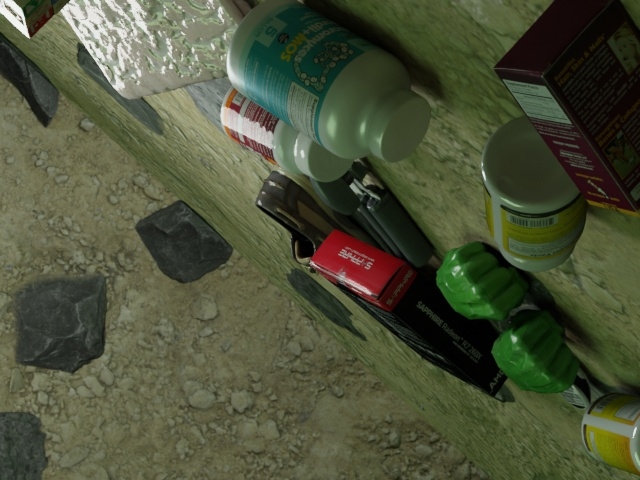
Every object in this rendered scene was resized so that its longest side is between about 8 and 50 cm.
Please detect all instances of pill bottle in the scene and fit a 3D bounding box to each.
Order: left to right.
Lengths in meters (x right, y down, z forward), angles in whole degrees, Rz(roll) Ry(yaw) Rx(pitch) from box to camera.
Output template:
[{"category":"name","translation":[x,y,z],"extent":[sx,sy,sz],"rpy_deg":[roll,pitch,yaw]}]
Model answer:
[{"category":"pill bottle","translation":[-0.049,-0.175,1.973],"extent":[0.221,0.121,0.121],"rpy_deg":[32,164,43]},{"category":"pill bottle","translation":[0.014,-0.199,1.617],"extent":[0.264,0.146,0.146],"rpy_deg":[35,166,31]},{"category":"pill bottle","translation":[0.249,-0.047,1.462],"extent":[0.119,0.119,0.208],"rpy_deg":[38,167,22]},{"category":"pill bottle","translation":[0.493,0.298,1.906],"extent":[0.117,0.117,0.215],"rpy_deg":[45,169,-12]}]

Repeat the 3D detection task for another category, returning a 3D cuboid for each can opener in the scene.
[{"category":"can opener","translation":[0.077,-0.044,2.095],"extent":[0.283,0.095,0.076],"rpy_deg":[50,167,-32]}]

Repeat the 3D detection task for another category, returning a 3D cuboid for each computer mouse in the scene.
[{"category":"computer mouse","translation":[0.391,0.198,2.081],"extent":[0.193,0.042,0.106],"rpy_deg":[52,161,-17]}]

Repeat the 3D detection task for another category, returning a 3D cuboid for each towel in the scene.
[{"category":"towel","translation":[-0.264,-0.353,1.880],"extent":[0.332,0.053,0.317],"rpy_deg":[-5,134,41]}]

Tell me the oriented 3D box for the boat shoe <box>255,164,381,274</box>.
[{"category":"boat shoe","translation":[0.000,0.000,2.416],"extent":[0.355,0.130,0.132],"rpy_deg":[47,168,-23]}]

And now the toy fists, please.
[{"category":"toy fists","translation":[0.293,0.120,1.951],"extent":[0.279,0.096,0.142],"rpy_deg":[53,171,0]}]

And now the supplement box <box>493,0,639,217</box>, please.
[{"category":"supplement box","translation":[0.261,-0.125,1.174],"extent":[0.188,0.104,0.081],"rpy_deg":[49,167,-27]}]

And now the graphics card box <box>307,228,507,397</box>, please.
[{"category":"graphics card box","translation":[0.173,0.134,2.319],"extent":[0.371,0.094,0.233],"rpy_deg":[41,171,-34]}]

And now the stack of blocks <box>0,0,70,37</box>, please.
[{"category":"stack of blocks","translation":[-0.280,-0.393,1.508],"extent":[0.087,0.297,0.171],"rpy_deg":[43,169,-1]}]
